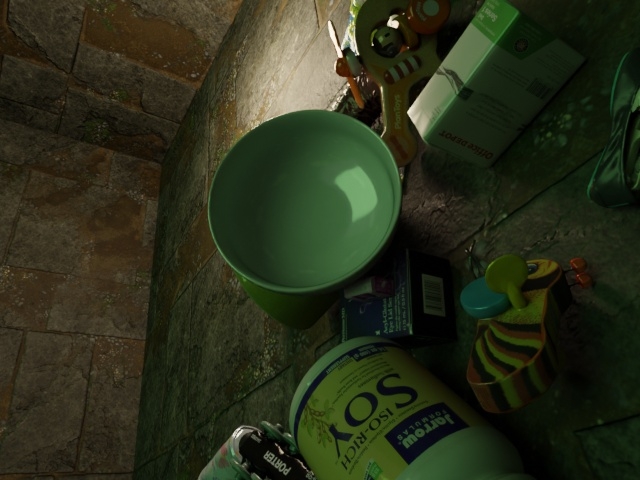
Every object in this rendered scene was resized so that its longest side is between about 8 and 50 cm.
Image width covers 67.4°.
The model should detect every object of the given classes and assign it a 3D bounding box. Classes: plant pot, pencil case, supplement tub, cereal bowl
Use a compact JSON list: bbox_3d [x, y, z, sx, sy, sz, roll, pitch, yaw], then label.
[{"bbox_3d":[0.000,0.000,1.045,0.294,0.275,0.274,-40,42,19],"label":"plant pot"},{"bbox_3d":[-0.239,0.619,1.300,0.273,0.114,0.124,-57,45,30],"label":"pencil case"},{"bbox_3d":[0.124,0.315,0.679,0.331,0.241,0.240,36,109,54],"label":"supplement tub"},{"bbox_3d":[-0.020,-0.057,0.873,0.141,0.340,0.338,55,-142,-69],"label":"cereal bowl"}]

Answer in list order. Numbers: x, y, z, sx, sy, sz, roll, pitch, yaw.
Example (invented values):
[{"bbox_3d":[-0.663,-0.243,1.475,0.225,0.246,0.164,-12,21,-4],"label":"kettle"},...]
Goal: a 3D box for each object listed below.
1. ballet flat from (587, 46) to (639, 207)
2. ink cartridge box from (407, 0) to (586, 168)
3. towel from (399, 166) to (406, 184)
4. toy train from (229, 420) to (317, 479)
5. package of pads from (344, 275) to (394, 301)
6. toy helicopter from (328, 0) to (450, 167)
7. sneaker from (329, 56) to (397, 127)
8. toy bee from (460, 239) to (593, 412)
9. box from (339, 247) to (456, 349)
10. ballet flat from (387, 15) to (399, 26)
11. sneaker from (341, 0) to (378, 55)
[{"bbox_3d":[0.397,-0.138,0.597,0.074,0.074,0.203,24,105,60],"label":"ballet flat"},{"bbox_3d":[0.270,-0.242,0.763,0.219,0.160,0.092,-53,36,33],"label":"ink cartridge box"},{"bbox_3d":[0.164,-0.144,1.050,0.060,0.010,0.083,5,82,61],"label":"towel"},{"bbox_3d":[-0.046,0.489,0.967,0.142,0.190,0.334,-48,27,-26],"label":"toy train"},{"bbox_3d":[0.083,0.085,0.829,0.083,0.050,0.031,-25,57,54],"label":"package of pads"},{"bbox_3d":[0.135,-0.326,0.983,0.140,0.235,0.354,-175,83,-85],"label":"toy helicopter"},{"bbox_3d":[0.109,-0.307,1.121,0.162,0.107,0.281,35,107,55],"label":"sneaker"},{"bbox_3d":[0.271,0.076,0.631,0.162,0.195,0.298,-21,45,27],"label":"toy bee"},{"bbox_3d":[0.134,0.121,0.889,0.207,0.108,0.153,-29,54,51],"label":"box"},{"bbox_3d":[0.205,-0.669,1.087,0.139,0.139,0.399,32,105,59],"label":"ballet flat"},{"bbox_3d":[0.096,-0.571,1.268,0.126,0.091,0.239,-19,62,56],"label":"sneaker"}]
